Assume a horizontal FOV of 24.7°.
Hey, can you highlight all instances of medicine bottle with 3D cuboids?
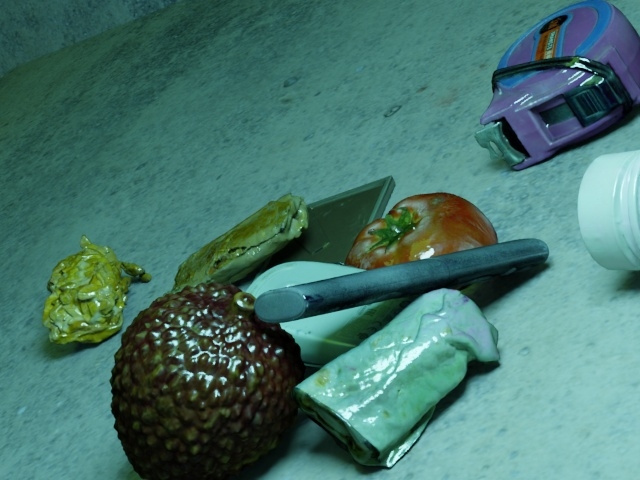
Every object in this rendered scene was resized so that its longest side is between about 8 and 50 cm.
[{"bbox_3d":[0.438,-0.042,1.584,0.293,0.170,0.170,-4,33,45],"label":"medicine bottle"}]

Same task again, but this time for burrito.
[{"bbox_3d":[0.092,0.144,1.662,0.144,0.089,0.229,38,68,27],"label":"burrito"}]

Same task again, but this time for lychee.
[{"bbox_3d":[-0.140,0.173,1.736,0.271,0.236,0.236,-55,14,22],"label":"lychee"}]

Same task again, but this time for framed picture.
[{"bbox_3d":[0.000,0.001,2.198,0.192,0.018,0.265,-17,26,27],"label":"framed picture"}]

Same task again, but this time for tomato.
[{"bbox_3d":[0.121,0.012,1.957,0.225,0.085,0.225,-24,27,13],"label":"tomato"}]

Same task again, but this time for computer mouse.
[{"bbox_3d":[0.021,0.110,1.846,0.288,0.097,0.159,12,40,31],"label":"computer mouse"}]

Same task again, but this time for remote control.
[{"bbox_3d":[0.104,0.046,1.734,0.377,0.044,0.107,-10,4,-36],"label":"remote control"}]

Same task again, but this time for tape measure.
[{"bbox_3d":[0.353,-0.228,2.115,0.245,0.149,0.231,-23,25,32],"label":"tape measure"}]

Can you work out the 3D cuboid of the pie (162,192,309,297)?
[{"bbox_3d":[-0.132,0.022,2.217,0.282,0.068,0.128,-29,22,31],"label":"pie"}]

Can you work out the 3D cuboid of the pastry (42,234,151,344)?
[{"bbox_3d":[-0.365,0.075,2.354,0.154,0.102,0.250,-24,23,9],"label":"pastry"}]
